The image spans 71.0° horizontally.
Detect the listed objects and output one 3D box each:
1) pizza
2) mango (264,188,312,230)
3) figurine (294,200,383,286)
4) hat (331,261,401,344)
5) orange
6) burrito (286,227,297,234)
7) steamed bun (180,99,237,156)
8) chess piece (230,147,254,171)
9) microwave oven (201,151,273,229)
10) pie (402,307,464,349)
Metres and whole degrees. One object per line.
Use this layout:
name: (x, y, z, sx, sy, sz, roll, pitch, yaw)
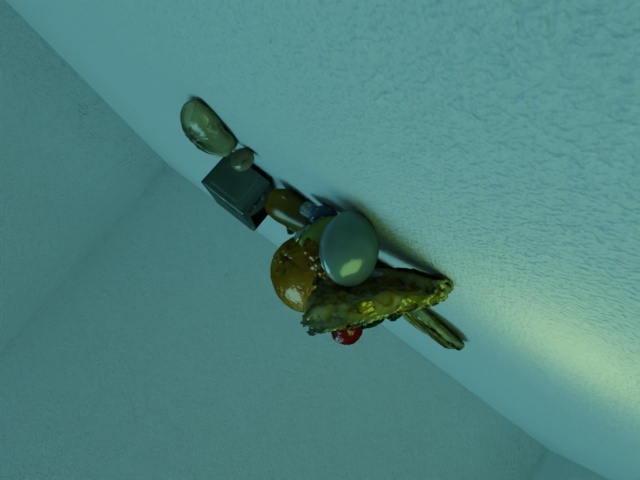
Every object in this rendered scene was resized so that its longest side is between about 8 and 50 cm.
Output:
pizza: (0.115, 0.140, 1.350, 0.392, 0.436, 0.080, -148, 50, -69)
mango: (-0.097, -0.102, 1.612, 0.221, 0.120, 0.151, 32, 172, -3)
figurine: (0.021, -0.033, 1.323, 0.225, 0.205, 0.382, 15, -157, -40)
hat: (0.179, 0.261, 1.683, 0.242, 0.332, 0.274, 35, 173, 30)
orange: (-0.054, 0.131, 1.878, 0.293, 0.340, 0.341, 28, 180, -40)
burrito: (-0.118, -0.092, 1.871, 0.143, 0.089, 0.229, 54, 167, -12)
steamed bun: (-0.381, -0.356, 1.485, 0.212, 0.110, 0.231, 41, 174, -21)
chess piece: (-0.263, -0.273, 1.509, 0.084, 0.083, 0.038, 32, 169, 36)
microwave oven: (-0.306, -0.193, 1.779, 0.238, 0.181, 0.295, 39, 171, 6)
pie: (0.468, 0.364, 1.912, 0.339, 0.077, 0.339, 37, 175, 4)
